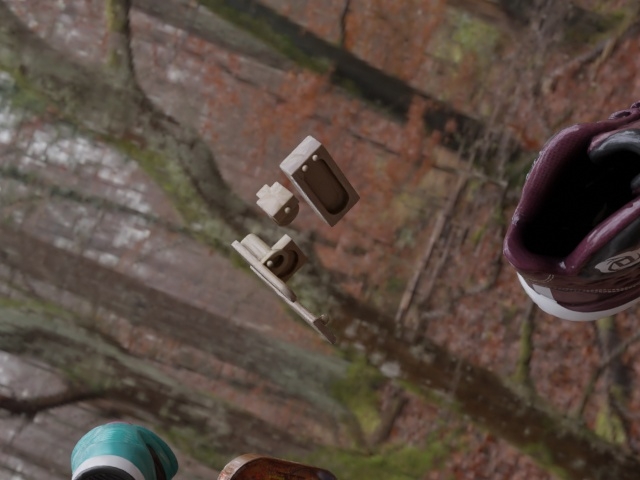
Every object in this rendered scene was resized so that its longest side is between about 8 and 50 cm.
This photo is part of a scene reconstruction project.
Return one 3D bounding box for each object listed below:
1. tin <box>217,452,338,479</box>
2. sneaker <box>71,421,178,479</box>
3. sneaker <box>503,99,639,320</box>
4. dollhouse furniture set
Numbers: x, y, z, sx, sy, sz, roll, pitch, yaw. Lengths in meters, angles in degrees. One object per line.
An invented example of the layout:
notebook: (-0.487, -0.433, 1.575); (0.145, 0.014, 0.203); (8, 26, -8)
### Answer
tin: (-0.054, 0.334, 1.371); (0.040, 0.190, 0.106); (-1, 72, 53)
sneaker: (-0.231, 0.325, 1.208); (0.178, 0.124, 0.295); (-89, 6, -65)
sneaker: (0.215, -0.052, 0.563); (0.281, 0.106, 0.162); (-39, -21, 14)
dollhouse furniture set: (0.000, 0.000, 1.204); (0.151, 0.123, 0.144); (-46, -40, -6)
